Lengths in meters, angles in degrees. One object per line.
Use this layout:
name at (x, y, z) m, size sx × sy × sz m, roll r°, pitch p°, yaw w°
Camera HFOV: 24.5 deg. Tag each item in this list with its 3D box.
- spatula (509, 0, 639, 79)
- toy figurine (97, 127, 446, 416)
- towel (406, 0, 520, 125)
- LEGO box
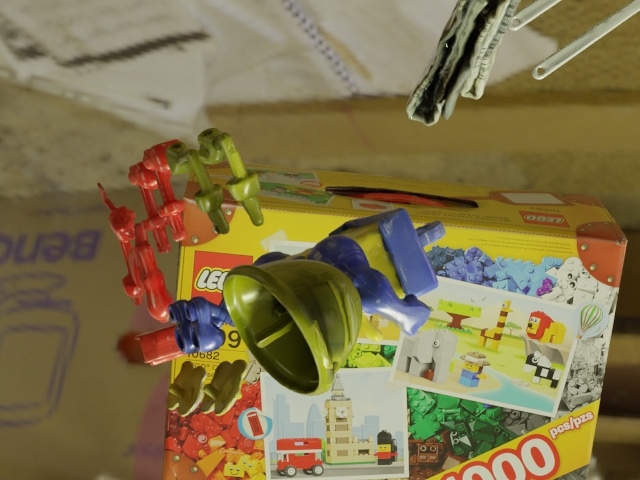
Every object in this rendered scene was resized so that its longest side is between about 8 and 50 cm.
spatula at (0.304, -0.298, 1.663) m, size 0.242 × 0.168 × 0.019 m, roll -35°, pitch 179°, yaw -4°
toy figurine at (0.000, 0.000, 1.048) m, size 0.217 × 0.191 × 0.362 m, roll -17°, pitch 180°, yaw -22°
towel at (0.171, -0.257, 1.115) m, size 0.056 × 0.324 × 0.312 m, roll 27°, pitch 164°, yaw 1°
LEGO box at (0.077, 0.122, 1.770) m, size 0.500 × 0.372 × 0.193 m, roll 5°, pitch -164°, yaw -2°
